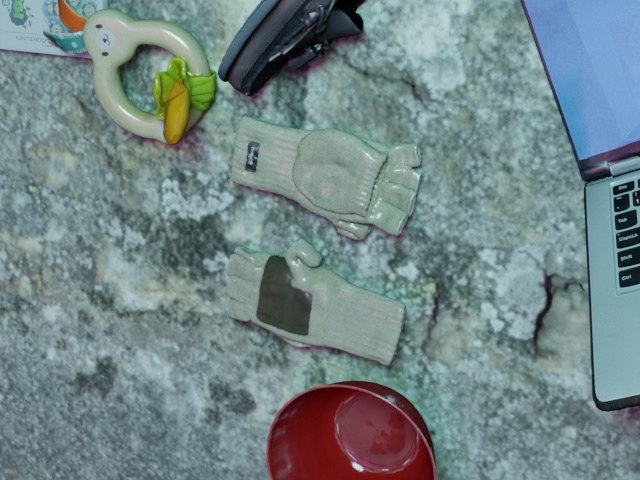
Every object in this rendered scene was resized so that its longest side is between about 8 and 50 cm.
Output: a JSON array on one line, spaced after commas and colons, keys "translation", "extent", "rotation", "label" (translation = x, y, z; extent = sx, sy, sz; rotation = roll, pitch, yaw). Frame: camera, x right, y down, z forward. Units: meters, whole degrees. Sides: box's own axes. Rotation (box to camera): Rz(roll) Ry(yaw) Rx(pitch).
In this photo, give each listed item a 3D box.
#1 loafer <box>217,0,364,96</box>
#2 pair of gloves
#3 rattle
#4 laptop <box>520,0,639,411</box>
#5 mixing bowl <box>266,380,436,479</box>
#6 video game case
[{"translation": [0.023, -0.236, 1.081], "extent": [0.095, 0.109, 0.302], "rotation": [43, 113, 0], "label": "loafer"}, {"translation": [0.000, 0.000, 1.193], "extent": [0.204, 0.042, 0.240], "rotation": [11, 107, 22], "label": "pair of gloves"}, {"translation": [-0.212, -0.170, 1.163], "extent": [0.199, 0.143, 0.130], "rotation": [39, 129, -8], "label": "rattle"}, {"translation": [0.351, -0.129, 0.911], "extent": [0.381, 0.408, 0.236], "rotation": [-18, 131, 27], "label": "laptop"}, {"translation": [0.045, 0.217, 1.207], "extent": [0.181, 0.098, 0.182], "rotation": [6, 107, 20], "label": "mixing bowl"}, {"translation": [-0.292, -0.277, 1.237], "extent": [0.143, 0.019, 0.157], "rotation": [9, 108, 19], "label": "video game case"}]
